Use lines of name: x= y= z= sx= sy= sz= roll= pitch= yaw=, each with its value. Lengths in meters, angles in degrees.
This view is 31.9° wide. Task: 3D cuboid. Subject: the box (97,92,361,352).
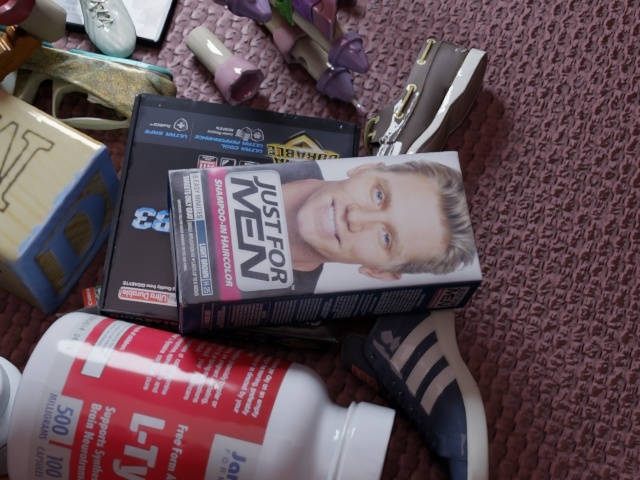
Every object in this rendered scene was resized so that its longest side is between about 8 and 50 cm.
box: x=-0.110 y=-0.024 z=1.412 sx=0.295 sy=0.073 sz=0.293 roll=9 pitch=70 yaw=-4

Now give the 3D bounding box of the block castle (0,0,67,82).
block castle: x=-0.590 y=-0.265 z=1.453 sx=0.453 sy=0.213 sz=0.303 roll=-41 pitch=74 yaw=8

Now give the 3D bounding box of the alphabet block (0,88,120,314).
alphabet block: x=-0.392 y=-0.052 z=1.446 sx=0.197 sy=0.192 sz=0.193 roll=28 pitch=68 yaw=12

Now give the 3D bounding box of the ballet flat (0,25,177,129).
ballet flat: x=-0.374 y=-0.225 z=1.567 sx=0.348 sy=0.123 sz=0.123 roll=17 pitch=68 yaw=9

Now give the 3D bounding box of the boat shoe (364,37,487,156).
boat shoe: x=0.119 y=-0.146 z=1.519 sx=0.097 sy=0.116 sz=0.324 roll=24 pitch=65 yaw=16

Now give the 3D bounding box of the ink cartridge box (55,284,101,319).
ink cartridge box: x=-0.282 y=0.081 z=1.452 sx=0.115 sy=0.063 sz=0.029 roll=-13 pitch=68 yaw=-5

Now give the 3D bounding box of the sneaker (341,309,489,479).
sneaker: x=0.107 y=0.177 z=1.372 sx=0.148 sy=0.131 sz=0.350 roll=-10 pitch=57 yaw=-5

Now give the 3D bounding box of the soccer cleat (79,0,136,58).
soccer cleat: x=-0.318 y=-0.349 z=1.610 sx=0.068 sy=0.076 sz=0.196 roll=-20 pitch=68 yaw=-8

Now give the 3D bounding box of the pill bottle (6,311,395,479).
pill bottle: x=-0.129 y=0.233 z=1.292 sx=0.408 sy=0.229 sz=0.229 roll=12 pitch=67 yaw=7

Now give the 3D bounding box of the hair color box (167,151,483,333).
hair color box: x=0.000 y=0.000 z=1.318 sx=0.347 sy=0.105 sz=0.174 roll=-5 pitch=68 yaw=-10

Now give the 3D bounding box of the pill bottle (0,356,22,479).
pill bottle: x=-0.393 y=0.202 z=1.316 sx=0.121 sy=0.221 sz=0.121 roll=0 pitch=66 yaw=1

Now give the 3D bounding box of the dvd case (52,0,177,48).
dvd case: x=-0.291 y=-0.414 z=1.691 sx=0.180 sy=0.022 sz=0.253 roll=12 pitch=67 yaw=7

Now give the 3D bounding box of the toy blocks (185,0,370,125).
toy blocks: x=-0.005 y=-0.327 z=1.508 sx=0.309 sy=0.288 sz=0.260 roll=-36 pitch=67 yaw=-17
